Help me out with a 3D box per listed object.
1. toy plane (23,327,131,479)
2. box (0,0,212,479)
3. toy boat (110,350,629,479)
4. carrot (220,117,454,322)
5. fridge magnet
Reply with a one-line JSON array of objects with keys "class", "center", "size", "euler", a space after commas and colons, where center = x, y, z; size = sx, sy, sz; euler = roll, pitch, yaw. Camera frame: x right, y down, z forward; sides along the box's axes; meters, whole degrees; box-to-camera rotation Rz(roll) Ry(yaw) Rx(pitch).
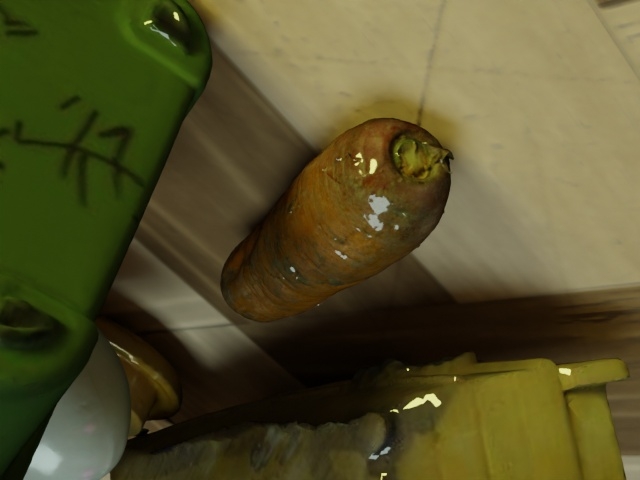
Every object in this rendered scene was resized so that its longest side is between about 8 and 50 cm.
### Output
[{"class": "toy plane", "center": [-0.219, 0.058, 0.697], "size": [0.266, 0.122, 0.267], "euler": [11, 111, 30]}, {"class": "box", "center": [-0.214, -0.051, 0.450], "size": [0.328, 0.253, 0.178], "euler": [30, 140, -17]}, {"class": "toy boat", "center": [0.010, 0.151, 0.731], "size": [0.162, 0.136, 0.445], "euler": [-2, 166, -35]}, {"class": "carrot", "center": [0.000, 0.000, 0.572], "size": [0.060, 0.060, 0.186], "euler": [29, 149, -13]}, {"class": "fridge magnet", "center": [-0.159, 0.086, 0.802], "size": [0.143, 0.063, 0.143], "euler": [18, 153, 10]}]
